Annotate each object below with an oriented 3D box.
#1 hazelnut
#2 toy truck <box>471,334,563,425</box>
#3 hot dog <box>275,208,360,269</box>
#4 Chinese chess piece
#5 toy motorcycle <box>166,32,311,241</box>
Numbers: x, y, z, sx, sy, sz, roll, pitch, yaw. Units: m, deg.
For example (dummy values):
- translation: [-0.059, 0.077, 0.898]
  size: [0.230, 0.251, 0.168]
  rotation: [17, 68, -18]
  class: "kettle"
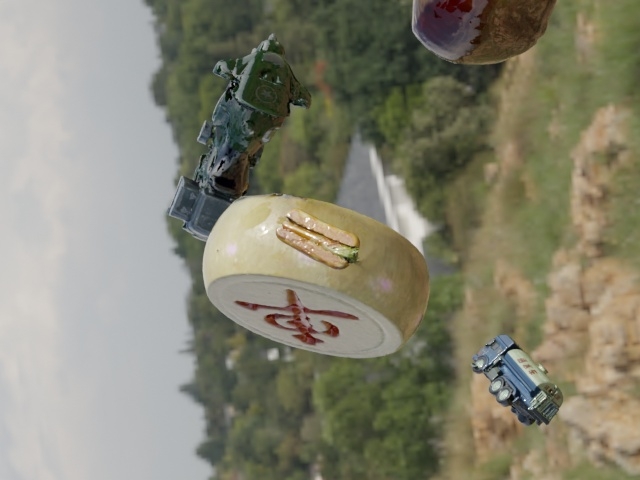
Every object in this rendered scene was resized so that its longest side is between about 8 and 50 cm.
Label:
- translation: [0.253, -0.375, 2.092]
  size: [0.251, 0.217, 0.217]
  rotation: [-57, 30, 33]
  class: "hazelnut"
- translation: [0.310, 0.220, 2.164]
  size: [0.074, 0.088, 0.202]
  rotation: [40, -174, -26]
  class: "toy truck"
- translation: [0.000, 0.000, 1.185]
  size: [0.037, 0.083, 0.021]
  rotation: [-57, -26, -8]
  class: "hot dog"
- translation: [-0.006, 0.043, 1.506]
  size: [0.251, 0.250, 0.097]
  rotation: [96, -171, -68]
  class: "Chinese chess piece"
- translation: [-0.099, -0.121, 1.691]
  size: [0.187, 0.124, 0.275]
  rotation: [-120, 50, -76]
  class: "toy motorcycle"
